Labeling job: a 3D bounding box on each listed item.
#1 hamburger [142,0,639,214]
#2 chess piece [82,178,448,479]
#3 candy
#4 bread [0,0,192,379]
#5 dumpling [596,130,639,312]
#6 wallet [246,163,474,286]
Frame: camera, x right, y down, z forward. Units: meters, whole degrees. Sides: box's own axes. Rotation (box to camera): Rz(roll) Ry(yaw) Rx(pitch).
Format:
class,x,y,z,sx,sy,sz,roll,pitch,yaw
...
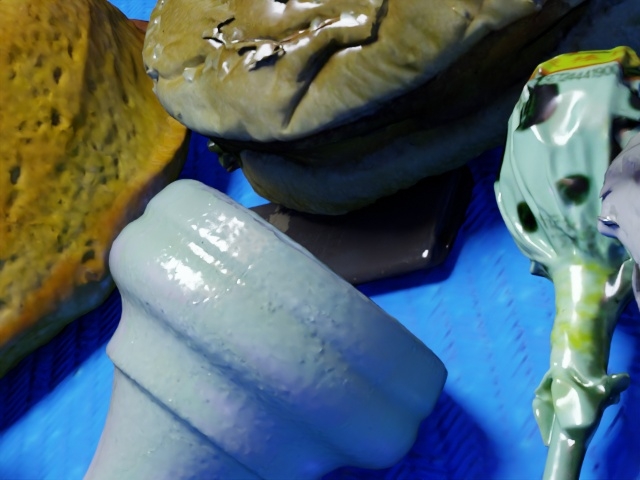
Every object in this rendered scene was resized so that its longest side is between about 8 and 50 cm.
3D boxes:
class,x,y,z,sx,sy,sz,roll,pitch,yaw
hamburger,0.044,-0.135,0.736,0.265,0.134,0.285,-28,28,19
chess piece,-0.079,0.120,0.579,0.272,0.139,0.139,-54,33,-4
candy,0.082,0.057,0.529,0.083,0.091,0.305,-9,48,35
bread,-0.220,-0.043,0.858,0.312,0.172,0.312,-25,36,20
dumpling,0.198,0.001,0.448,0.172,0.142,0.247,-15,35,-26
wallet,0.000,0.000,0.732,0.156,0.018,0.082,-14,38,35
